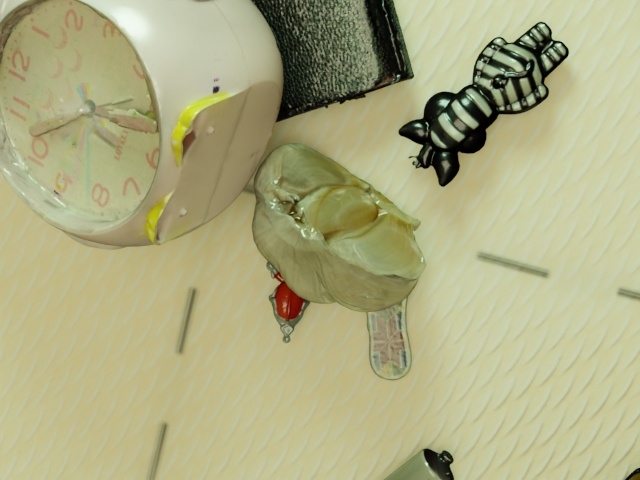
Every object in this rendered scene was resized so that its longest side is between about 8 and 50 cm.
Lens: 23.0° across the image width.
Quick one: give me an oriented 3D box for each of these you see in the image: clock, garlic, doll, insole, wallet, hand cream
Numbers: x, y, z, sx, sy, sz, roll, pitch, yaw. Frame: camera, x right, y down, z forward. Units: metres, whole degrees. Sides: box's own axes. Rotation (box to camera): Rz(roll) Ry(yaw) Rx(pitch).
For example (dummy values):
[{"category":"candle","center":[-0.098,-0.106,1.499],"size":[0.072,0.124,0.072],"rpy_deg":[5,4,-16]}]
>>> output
[{"category":"clock","center":[-0.235,-0.186,1.754],"size":[0.377,0.250,0.368],"rpy_deg":[33,122,20]},{"category":"garlic","center":[0.000,0.000,1.796],"size":[0.229,0.178,0.143],"rpy_deg":[53,124,18]},{"category":"doll","center":[0.186,-0.160,1.793],"size":[0.219,0.067,0.091],"rpy_deg":[-41,86,6]},{"category":"insole","center":[0.076,0.072,1.872],"size":[0.065,0.006,0.193],"rpy_deg":[-5,96,10]},{"category":"wallet","center":[-0.043,-0.252,1.821],"size":[0.262,0.071,0.220],"rpy_deg":[-16,95,18]},{"category":"doll","center":[-0.037,0.066,1.874],"size":[0.057,0.039,0.114],"rpy_deg":[10,84,-27]},{"category":"hand cream","center":[0.090,0.316,1.883],"size":[0.087,0.054,0.186],"rpy_deg":[45,108,-3]}]

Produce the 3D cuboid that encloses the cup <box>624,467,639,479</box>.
[{"category":"cup","center":[0.425,0.411,1.807],"size":[0.256,0.255,0.178],"rpy_deg":[29,64,2]}]
